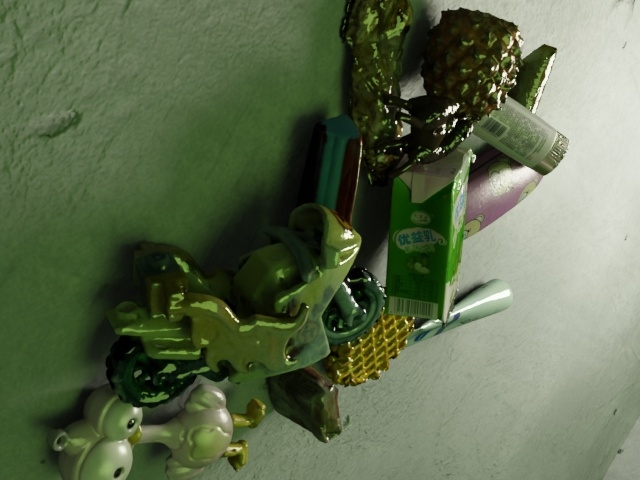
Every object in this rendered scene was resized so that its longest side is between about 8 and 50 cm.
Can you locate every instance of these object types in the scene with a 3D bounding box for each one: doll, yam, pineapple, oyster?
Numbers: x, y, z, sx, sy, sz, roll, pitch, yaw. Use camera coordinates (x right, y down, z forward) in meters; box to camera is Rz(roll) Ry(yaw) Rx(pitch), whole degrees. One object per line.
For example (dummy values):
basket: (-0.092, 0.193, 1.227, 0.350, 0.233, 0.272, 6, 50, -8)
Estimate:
doll: (0.160, -0.160, 1.376, 0.165, 0.057, 0.139, -17, 141, -25)
yam: (0.366, -0.280, 1.660, 0.070, 0.070, 0.146, -10, 123, -45)
pineapple: (0.224, -0.257, 1.440, 0.166, 0.166, 0.193, -4, 118, -47)
doll: (-0.237, 0.280, 1.342, 0.365, 0.094, 0.160, 9, 105, -52)
oyster: (0.096, -0.223, 1.397, 0.129, 0.079, 0.345, -35, 135, -40)

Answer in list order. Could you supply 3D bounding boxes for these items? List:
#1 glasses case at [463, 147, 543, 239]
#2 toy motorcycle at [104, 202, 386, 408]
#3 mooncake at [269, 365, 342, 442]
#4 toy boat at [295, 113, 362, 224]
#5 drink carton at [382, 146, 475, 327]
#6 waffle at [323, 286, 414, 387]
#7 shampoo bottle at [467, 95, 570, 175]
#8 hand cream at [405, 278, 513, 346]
glasses case: (0.311, -0.098, 1.713, 0.316, 0.076, 0.123, -33, 134, -30)
toy motorcycle: (-0.093, 0.085, 1.261, 0.410, 0.169, 0.237, -16, 123, -24)
mooncake: (-0.018, 0.258, 1.548, 0.073, 0.125, 0.130, -42, 143, -29)
toy boat: (0.000, 0.000, 1.409, 0.079, 0.136, 0.392, 0, 123, -16)
drink carton: (0.178, -0.011, 1.533, 0.161, 0.108, 0.271, -54, 150, -61)
waffle: (0.080, 0.173, 1.650, 0.193, 0.070, 0.197, -7, 122, -46)
shampoo bottle: (0.336, -0.194, 1.630, 0.227, 0.056, 0.086, 25, 108, -32)
hand cream: (0.260, 0.147, 1.837, 0.321, 0.067, 0.109, -18, 161, -39)
